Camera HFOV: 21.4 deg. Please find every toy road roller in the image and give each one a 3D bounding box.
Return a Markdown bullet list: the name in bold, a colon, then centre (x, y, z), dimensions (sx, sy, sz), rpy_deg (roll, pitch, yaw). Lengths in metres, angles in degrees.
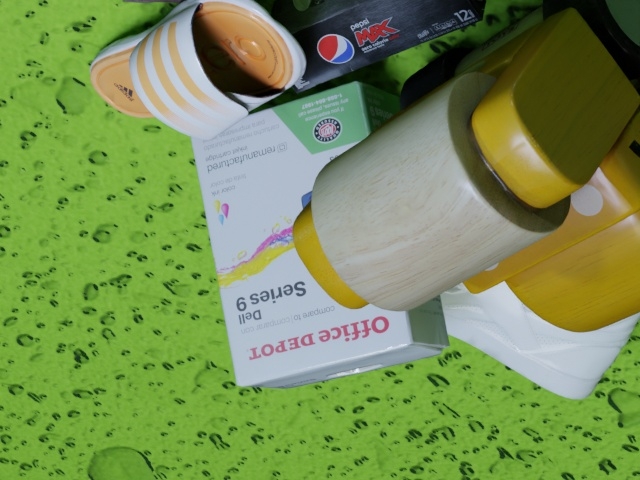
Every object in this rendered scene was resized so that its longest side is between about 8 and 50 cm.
- **toy road roller**: centre (0.163, -0.028, 1.186), dimensions (0.202, 0.329, 0.240), rpy_deg (-32, 99, 39)

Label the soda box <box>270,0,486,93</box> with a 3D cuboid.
- **soda box**: centre (0.041, -0.172, 1.260), dimensions (0.169, 0.060, 0.053), rpy_deg (-18, 130, 31)

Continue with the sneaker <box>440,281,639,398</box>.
- **sneaker**: centre (0.143, -0.001, 1.400), dimensions (0.293, 0.108, 0.169), rpy_deg (26, 124, -9)

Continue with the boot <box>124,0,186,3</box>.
- **boot**: centre (-0.178, -0.250, 1.218), dimensions (0.248, 0.090, 0.207), rpy_deg (2, 139, 18)

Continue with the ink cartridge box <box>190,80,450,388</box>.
- **ink cartridge box**: centre (0.000, 0.000, 1.330), dimensions (0.154, 0.212, 0.093), rpy_deg (-15, 170, 23)

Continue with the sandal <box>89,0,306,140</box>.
- **sandal**: centre (-0.109, -0.115, 1.298), dimensions (0.102, 0.076, 0.265), rpy_deg (41, 152, -22)
